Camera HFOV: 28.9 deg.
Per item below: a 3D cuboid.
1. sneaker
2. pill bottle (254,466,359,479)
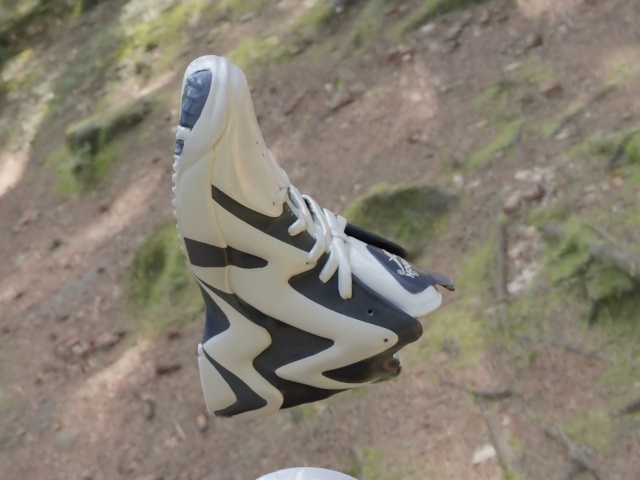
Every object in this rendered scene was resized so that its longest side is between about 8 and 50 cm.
[{"bbox_3d":[0.000,0.000,0.715,0.153,0.235,0.094,-4,26,0],"label":"sneaker"},{"bbox_3d":[-0.018,0.287,0.807,0.161,0.161,0.283,-17,26,14],"label":"pill bottle"}]
